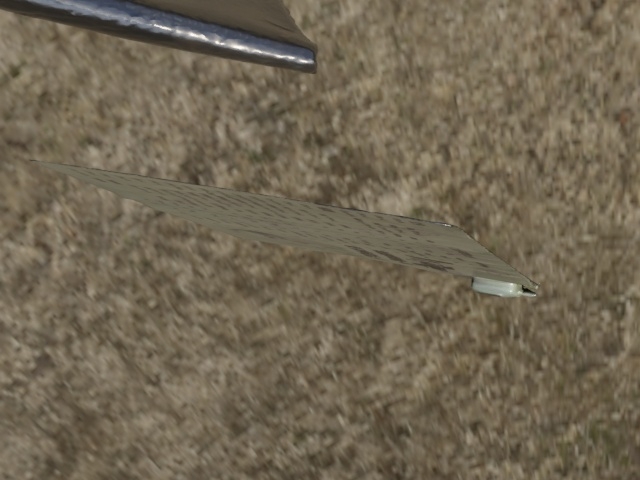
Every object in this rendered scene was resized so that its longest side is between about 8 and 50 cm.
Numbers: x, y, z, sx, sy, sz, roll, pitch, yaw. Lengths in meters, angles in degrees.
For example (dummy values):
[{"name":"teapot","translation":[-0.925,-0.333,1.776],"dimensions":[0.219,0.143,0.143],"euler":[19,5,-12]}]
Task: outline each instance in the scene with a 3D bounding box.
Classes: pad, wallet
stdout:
[{"name":"pad","translation":[0.000,-0.001,0.687],"dimensions":[0.160,0.265,0.009],"euler":[10,86,15]},{"name":"wallet","translation":[-0.166,-0.184,1.197],"dimensions":[0.321,0.044,0.170],"euler":[11,21,-23]}]
